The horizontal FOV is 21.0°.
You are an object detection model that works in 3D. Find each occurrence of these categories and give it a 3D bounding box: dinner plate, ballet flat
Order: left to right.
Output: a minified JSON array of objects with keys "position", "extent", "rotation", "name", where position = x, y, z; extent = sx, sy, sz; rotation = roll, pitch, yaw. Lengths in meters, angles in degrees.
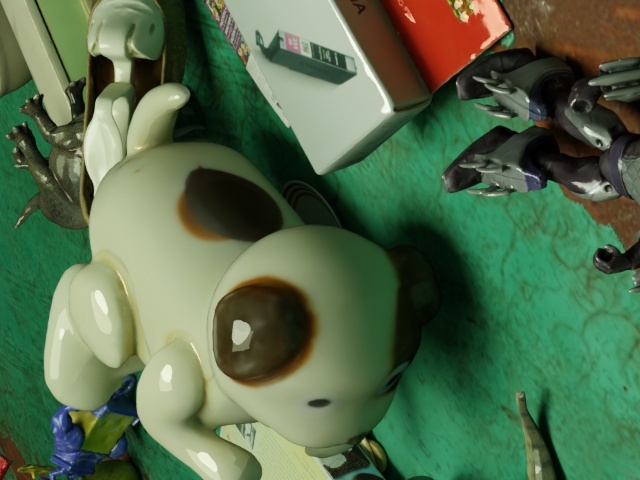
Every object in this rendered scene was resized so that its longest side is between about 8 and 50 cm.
[{"position":[-0.215,-0.161,1.872],"extent":[0.124,0.116,0.342],"rotation":[12,-95,-79],"name":"ballet flat"},{"position":[0.000,0.000,1.828],"extent":[0.141,0.017,0.141],"rotation":[45,147,40],"name":"dinner plate"}]

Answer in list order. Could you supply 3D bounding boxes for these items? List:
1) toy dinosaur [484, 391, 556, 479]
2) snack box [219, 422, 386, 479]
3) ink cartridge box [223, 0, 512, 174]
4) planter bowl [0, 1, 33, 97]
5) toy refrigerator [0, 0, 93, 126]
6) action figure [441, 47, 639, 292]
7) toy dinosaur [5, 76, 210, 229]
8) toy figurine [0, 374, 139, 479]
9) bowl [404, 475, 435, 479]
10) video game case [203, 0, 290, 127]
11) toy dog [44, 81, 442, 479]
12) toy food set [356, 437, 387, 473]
[{"position":[0.198,0.266,1.614],"extent":[0.118,0.064,0.268],"rotation":[-12,100,50],"name":"toy dinosaur"},{"position":[-0.009,0.280,1.965],"extent":[0.322,0.060,0.187],"rotation":[50,144,35],"name":"snack box"},{"position":[0.015,-0.230,1.491],"extent":[0.239,0.060,0.275],"rotation":[-39,75,49],"name":"ink cartridge box"},{"position":[-0.414,-0.278,2.297],"extent":[0.162,0.109,0.162],"rotation":[43,145,41],"name":"planter bowl"},{"position":[-0.319,-0.277,2.122],"extent":[0.094,0.102,0.269],"rotation":[-23,90,65],"name":"toy refrigerator"},{"position":[0.213,-0.059,1.275],"extent":[0.285,0.099,0.185],"rotation":[23,126,51],"name":"action figure"},{"position":[-0.288,-0.083,2.026],"extent":[0.160,0.121,0.313],"rotation":[51,120,10],"name":"toy dinosaur"},{"position":[-0.307,0.305,2.563],"extent":[0.191,0.217,0.362],"rotation":[32,-176,30],"name":"toy figurine"},{"position":[0.095,0.408,1.712],"extent":[0.163,0.311,0.311],"rotation":[29,139,25],"name":"bowl"},{"position":[-0.046,-0.257,1.673],"extent":[0.210,0.042,0.232],"rotation":[57,152,21],"name":"video game case"},{"position":[-0.054,0.058,1.711],"extent":[0.408,0.284,0.395],"rotation":[24,113,53],"name":"toy dog"},{"position":[0.042,0.235,1.937],"extent":[0.082,0.020,0.083],"rotation":[57,153,21],"name":"toy food set"}]
